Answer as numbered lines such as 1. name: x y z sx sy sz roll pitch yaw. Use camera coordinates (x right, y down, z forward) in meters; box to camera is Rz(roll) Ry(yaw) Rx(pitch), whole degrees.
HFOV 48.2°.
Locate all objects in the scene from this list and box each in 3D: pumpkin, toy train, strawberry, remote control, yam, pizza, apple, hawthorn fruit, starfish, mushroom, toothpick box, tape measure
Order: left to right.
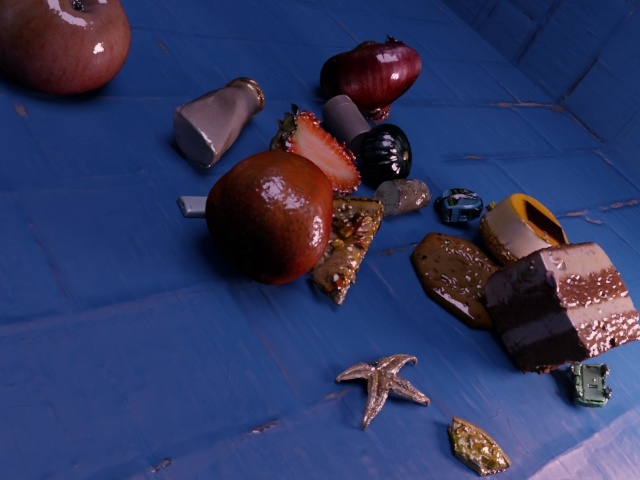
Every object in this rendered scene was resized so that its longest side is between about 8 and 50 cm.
1. apple: -0.635 -0.525 1.768 0.344 0.269 0.345 21 36 -17
2. remote control: -0.260 -0.085 1.722 0.162 0.029 0.061 -2 45 -38
3. mushroom: -0.273 -0.329 1.920 0.154 0.137 0.407 20 32 4
4. hawthorn fruit: -0.085 -0.071 1.613 0.284 0.285 0.369 37 40 7
5. strawberry: -0.029 -0.206 1.989 0.306 0.137 0.233 41 47 -32
6. pizza: 0.000 0.000 1.727 0.251 0.074 0.288 12 60 22
7. toothpick box: 0.088 -0.361 2.252 0.111 0.111 0.181 -1 48 -38
8. pumpkin: 0.202 -0.257 2.157 0.150 0.194 0.194 30 30 33
9. starfish: 0.151 0.309 1.537 0.247 0.050 0.138 -8 53 -39
10. yam: 0.242 -0.130 2.099 0.183 0.107 0.107 -10 52 -46
11. tape measure: 0.428 -0.112 2.210 0.146 0.081 0.125 -1 31 -4
12. pizza: 0.336 0.442 1.523 0.160 0.036 0.099 37 35 8
13. toy train: 0.692 0.368 1.846 0.099 0.081 0.149 1 46 11

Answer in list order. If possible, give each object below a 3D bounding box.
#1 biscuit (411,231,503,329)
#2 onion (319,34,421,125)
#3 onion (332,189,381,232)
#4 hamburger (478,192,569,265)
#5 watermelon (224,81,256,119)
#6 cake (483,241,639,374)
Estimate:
1. biscuit: 0.411 0.108 1.982 0.359 0.046 0.359 19 37 -15
2. onion: 0.173 -0.523 2.395 0.347 0.347 0.285 -36 116 -53
3. onion: 0.055 -0.059 1.873 0.206 0.098 0.151 29 -3 16
4. hamburger: 0.602 -0.002 2.133 0.276 0.179 0.294 33 31 -14
5. watermelon: -0.228 -0.436 2.162 0.094 0.081 0.180 -19 49 -18
6. cake: 0.613 0.168 1.816 0.282 0.255 0.290 -7 73 -32
